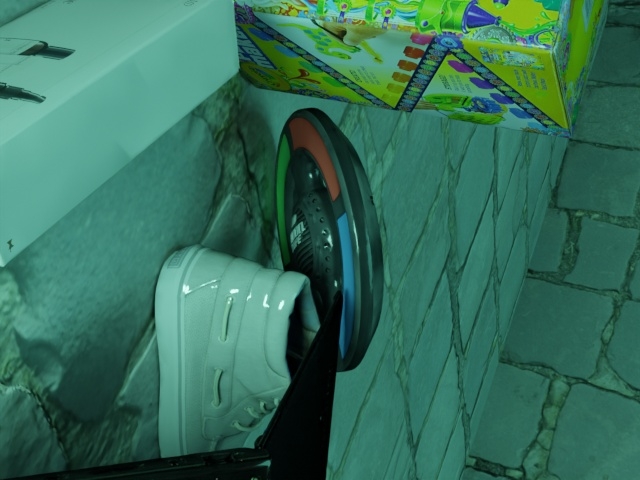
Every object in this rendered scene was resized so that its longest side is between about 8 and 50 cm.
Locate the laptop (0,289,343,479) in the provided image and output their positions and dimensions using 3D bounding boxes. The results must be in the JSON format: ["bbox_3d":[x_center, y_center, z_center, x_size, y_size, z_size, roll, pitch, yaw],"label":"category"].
[{"bbox_3d":[-0.138,0.262,0.690,0.407,0.236,0.382,-3,109,-24],"label":"laptop"}]

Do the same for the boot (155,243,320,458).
[{"bbox_3d":[-0.061,0.129,0.855,0.095,0.123,0.258,-54,149,-50],"label":"boot"}]

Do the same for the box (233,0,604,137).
[{"bbox_3d":[0.080,-0.260,0.788,0.177,0.279,0.290,38,67,-69],"label":"box"}]

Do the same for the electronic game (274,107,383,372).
[{"bbox_3d":[0.000,0.000,0.898,0.229,0.048,0.229,172,-90,-74],"label":"electronic game"}]

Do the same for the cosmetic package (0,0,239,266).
[{"bbox_3d":[-0.139,-0.078,0.552,0.239,0.098,0.061,-53,149,-52],"label":"cosmetic package"}]
